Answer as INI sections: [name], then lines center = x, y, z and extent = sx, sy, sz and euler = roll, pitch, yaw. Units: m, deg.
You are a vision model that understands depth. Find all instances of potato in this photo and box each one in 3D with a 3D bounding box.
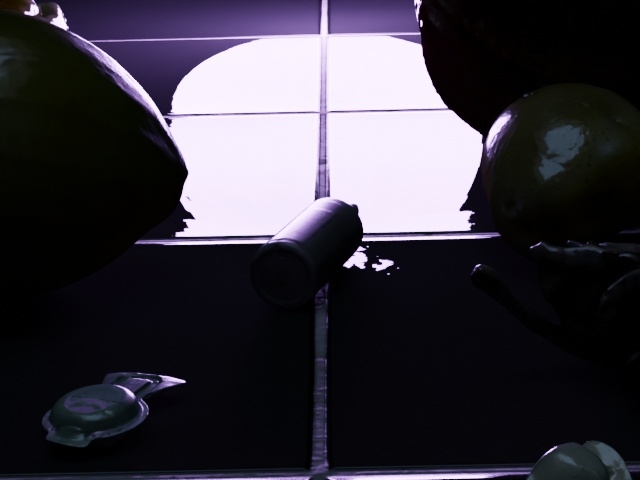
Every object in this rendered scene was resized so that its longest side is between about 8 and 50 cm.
[potato]
center = 0.206, -0.052, 1.479
extent = 0.157, 0.157, 0.194
euler = 7, 32, 25

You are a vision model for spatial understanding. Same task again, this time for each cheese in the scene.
[cheese]
center = -0.139, 0.109, 1.142
extent = 0.067, 0.026, 0.121
euler = 6, 18, 21

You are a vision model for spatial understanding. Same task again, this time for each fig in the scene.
[fig]
center = -0.235, -0.063, 1.388
extent = 0.271, 0.239, 0.239
euler = 8, 13, -22

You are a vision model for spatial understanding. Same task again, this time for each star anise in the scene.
[star anise]
center = 0.226, 0.051, 1.199
extent = 0.231, 0.089, 0.209
euler = 10, 9, 17

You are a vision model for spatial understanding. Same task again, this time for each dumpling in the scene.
[dumpling]
center = 0.148, 0.143, 0.988
extent = 0.059, 0.043, 0.077
euler = 28, 14, 27

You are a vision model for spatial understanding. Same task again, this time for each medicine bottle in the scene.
[medicine bottle]
center = 0.000, 0.000, 1.437
extent = 0.058, 0.057, 0.199
euler = 4, 17, 16

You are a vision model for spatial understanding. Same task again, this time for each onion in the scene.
[onion]
center = 0.297, -0.198, 1.647
extent = 0.398, 0.398, 0.420
euler = -4, 46, -9

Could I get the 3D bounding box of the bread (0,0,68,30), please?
[bread]
center = -0.387, -0.164, 1.813
extent = 0.314, 0.171, 0.192
euler = -13, 23, -30
